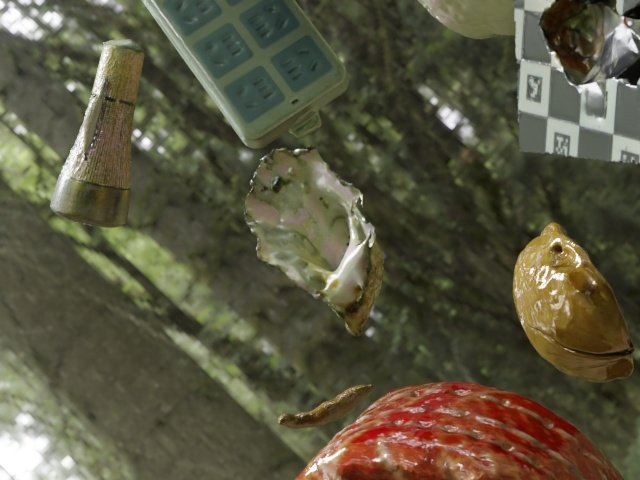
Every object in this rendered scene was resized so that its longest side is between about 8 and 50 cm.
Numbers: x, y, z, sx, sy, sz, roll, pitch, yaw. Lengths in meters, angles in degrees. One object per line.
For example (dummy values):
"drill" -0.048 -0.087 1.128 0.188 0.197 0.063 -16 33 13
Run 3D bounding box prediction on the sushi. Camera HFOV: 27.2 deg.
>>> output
"sushi" 0.220 -0.151 0.973 0.040 0.210 0.192 -6 -83 -27

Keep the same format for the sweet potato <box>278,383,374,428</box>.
"sweet potato" 0.014 0.260 2.030 0.179 0.044 0.044 -20 -31 -32

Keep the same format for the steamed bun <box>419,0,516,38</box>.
"steamed bun" 0.230 -0.402 1.774 0.320 0.275 0.206 2 -9 -39

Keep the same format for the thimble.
"thimble" 0.132 0.316 1.265 0.350 0.350 0.230 -56 -12 22

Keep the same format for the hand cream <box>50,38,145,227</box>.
"hand cream" -0.228 -0.117 1.422 0.084 0.084 0.203 1 -75 -66

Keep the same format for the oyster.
"oyster" 0.002 -0.009 1.426 0.133 0.209 0.072 -50 -23 -2

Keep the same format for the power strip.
"power strip" -0.086 -0.211 1.262 0.118 0.270 0.046 -35 -16 -3

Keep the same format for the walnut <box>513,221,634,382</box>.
"walnut" 0.258 0.076 1.428 0.087 0.211 0.167 -23 -62 -1
